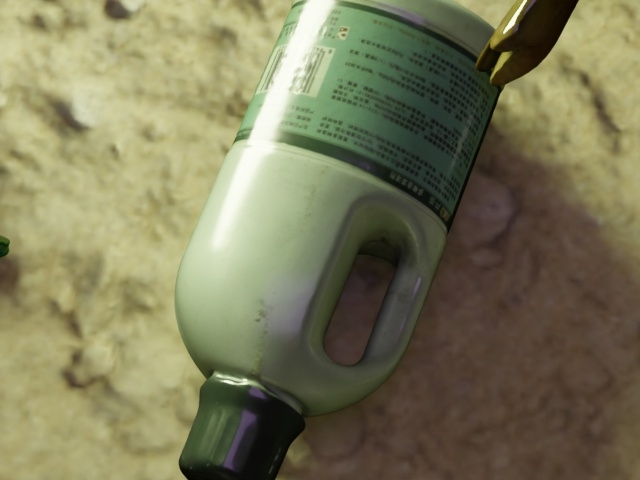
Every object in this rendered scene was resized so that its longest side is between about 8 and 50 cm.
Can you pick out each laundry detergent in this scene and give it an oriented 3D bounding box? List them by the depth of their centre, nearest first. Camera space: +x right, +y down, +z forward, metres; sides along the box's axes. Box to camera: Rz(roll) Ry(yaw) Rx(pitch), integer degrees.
[{"bbox_3d":[0.000,0.000,0.752,0.099,0.070,0.226,24,69,-6],"label":"laundry detergent"}]

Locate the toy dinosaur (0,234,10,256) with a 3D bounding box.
[{"bbox_3d":[-0.184,-0.032,0.783,0.119,0.029,0.060,17,81,5],"label":"toy dinosaur"}]

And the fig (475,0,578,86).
[{"bbox_3d":[0.147,-0.231,0.770,0.286,0.286,0.369,30,89,9],"label":"fig"}]
